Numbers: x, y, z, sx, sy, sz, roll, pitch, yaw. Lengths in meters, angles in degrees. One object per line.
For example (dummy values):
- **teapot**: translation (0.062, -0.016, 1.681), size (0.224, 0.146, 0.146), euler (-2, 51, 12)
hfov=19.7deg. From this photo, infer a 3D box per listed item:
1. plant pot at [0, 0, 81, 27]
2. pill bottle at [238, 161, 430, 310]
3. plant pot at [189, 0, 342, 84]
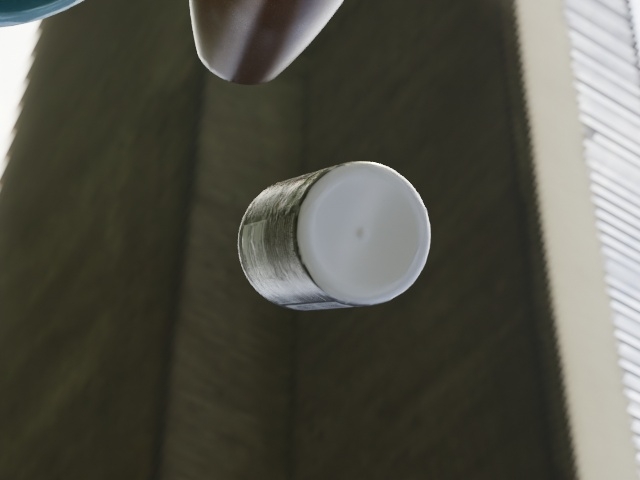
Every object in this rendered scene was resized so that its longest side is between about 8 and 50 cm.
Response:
- **plant pot**: translation (-0.319, -0.411, 1.549), size (0.334, 0.341, 0.341), euler (40, -75, 27)
- **pill bottle**: translation (0.000, 0.000, 1.729), size (0.130, 0.130, 0.246), euler (-67, -164, -10)
- **plant pot**: translation (-0.066, -0.297, 2.117), size (0.230, 0.215, 0.215), euler (113, -14, -47)
